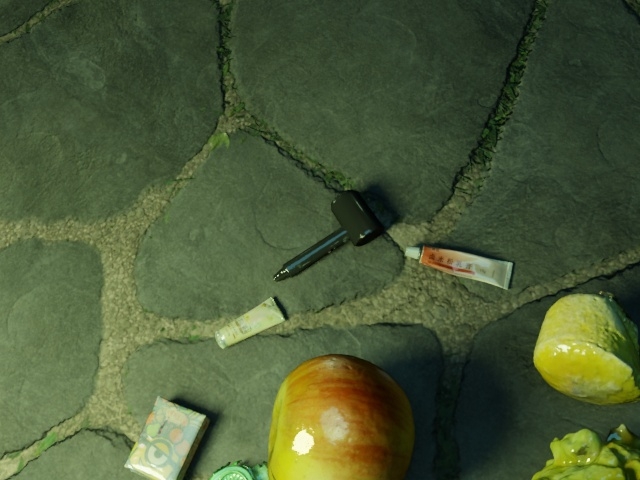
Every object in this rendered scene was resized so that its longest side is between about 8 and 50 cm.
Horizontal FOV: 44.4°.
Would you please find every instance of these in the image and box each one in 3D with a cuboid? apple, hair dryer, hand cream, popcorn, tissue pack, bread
[{"bbox_3d":[0.033,0.340,1.349,0.233,0.286,0.285,11,67,-9],"label":"apple"},{"bbox_3d":[0.001,0.001,1.628,0.248,0.070,0.114,-33,67,1],"label":"hair dryer"},{"bbox_3d":[-0.144,0.170,1.577,0.143,0.039,0.061,-29,64,-11],"label":"hand cream"},{"bbox_3d":[0.461,0.442,1.283,0.270,0.224,0.258,-46,61,-7],"label":"popcorn"},{"bbox_3d":[0.277,0.048,1.584,0.216,0.038,0.052,13,96,8],"label":"hand cream"},{"bbox_3d":[-0.288,0.384,1.484,0.109,0.060,0.148,20,71,14],"label":"tissue pack"},{"bbox_3d":[0.488,0.200,1.410,0.197,0.197,0.170,14,62,13],"label":"bread"}]

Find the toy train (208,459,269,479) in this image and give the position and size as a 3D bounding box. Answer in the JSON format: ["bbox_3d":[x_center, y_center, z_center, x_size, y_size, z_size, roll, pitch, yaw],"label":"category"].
[{"bbox_3d":[-0.170,0.506,1.382,0.243,0.132,0.188,-29,74,-6],"label":"toy train"}]
